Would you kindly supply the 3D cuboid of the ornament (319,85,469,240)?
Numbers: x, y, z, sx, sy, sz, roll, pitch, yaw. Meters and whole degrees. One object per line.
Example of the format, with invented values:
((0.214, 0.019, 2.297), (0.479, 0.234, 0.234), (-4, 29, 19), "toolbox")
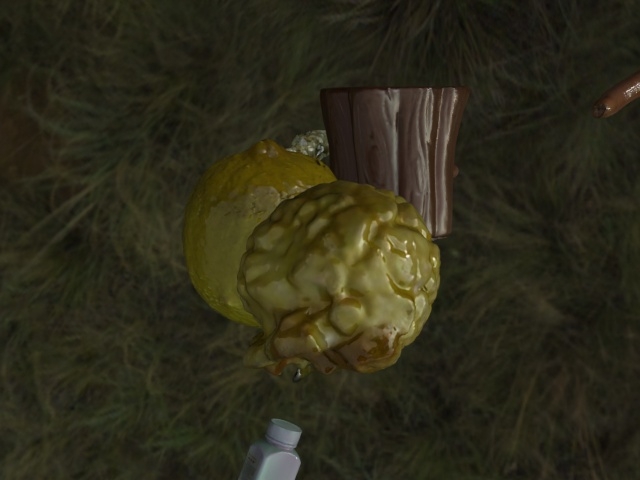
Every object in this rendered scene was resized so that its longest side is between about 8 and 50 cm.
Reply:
((0.096, -0.113, 1.378), (0.221, 0.235, 0.218), (4, 99, 28), "ornament")

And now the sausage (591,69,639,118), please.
((0.502, -0.242, 1.568), (0.047, 0.176, 0.040), (20, 132, 50), "sausage")

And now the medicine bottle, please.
((-0.073, 0.339, 1.476), (0.074, 0.055, 0.118), (18, 94, -36), "medicine bottle")

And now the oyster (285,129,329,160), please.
((-0.021, -0.145, 1.638), (0.061, 0.200, 0.106), (6, 142, 22), "oyster")

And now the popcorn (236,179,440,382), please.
((0.011, 0.037, 0.784), (0.180, 0.180, 0.170), (-1, 106, 8), "popcorn")

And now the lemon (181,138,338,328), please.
((-0.059, -0.001, 1.065), (0.192, 0.192, 0.231), (7, 117, 4), "lemon")
